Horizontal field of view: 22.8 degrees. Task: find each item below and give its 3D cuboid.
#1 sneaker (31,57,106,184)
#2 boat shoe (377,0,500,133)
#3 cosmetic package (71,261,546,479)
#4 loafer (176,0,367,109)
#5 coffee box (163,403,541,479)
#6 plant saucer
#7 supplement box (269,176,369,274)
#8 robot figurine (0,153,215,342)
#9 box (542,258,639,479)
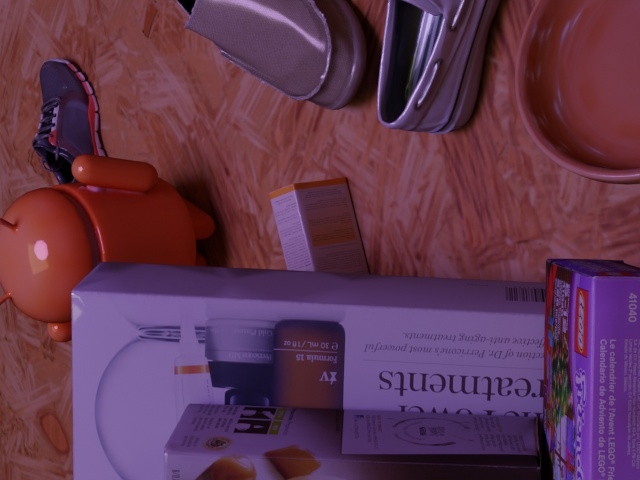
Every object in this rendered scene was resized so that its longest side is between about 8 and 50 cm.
[{"bbox_3d":[-0.263,-0.113,1.614,0.061,0.065,0.158,-33,73,46],"label":"sneaker"},{"bbox_3d":[0.090,-0.187,1.194,0.083,0.076,0.226,19,111,45],"label":"boat shoe"},{"bbox_3d":[0.009,0.171,1.173,0.377,0.097,0.284,2,104,6],"label":"cosmetic package"},{"bbox_3d":[-0.065,-0.197,1.354,0.268,0.092,0.102,43,127,35],"label":"loafer"},{"bbox_3d":[0.024,0.194,1.076,0.247,0.098,0.141,1,103,6],"label":"coffee box"},{"bbox_3d":[0.220,-0.126,1.036,0.200,0.037,0.200,-20,57,33],"label":"plant saucer"},{"bbox_3d":[0.000,0.000,1.341,0.036,0.062,0.098,-19,82,48],"label":"supplement box"},{"bbox_3d":[-0.203,0.005,1.452,0.158,0.219,0.128,-38,69,46],"label":"robot figurine"},{"bbox_3d":[0.176,0.161,0.988,0.201,0.057,0.293,-90,1,-88],"label":"box"}]
